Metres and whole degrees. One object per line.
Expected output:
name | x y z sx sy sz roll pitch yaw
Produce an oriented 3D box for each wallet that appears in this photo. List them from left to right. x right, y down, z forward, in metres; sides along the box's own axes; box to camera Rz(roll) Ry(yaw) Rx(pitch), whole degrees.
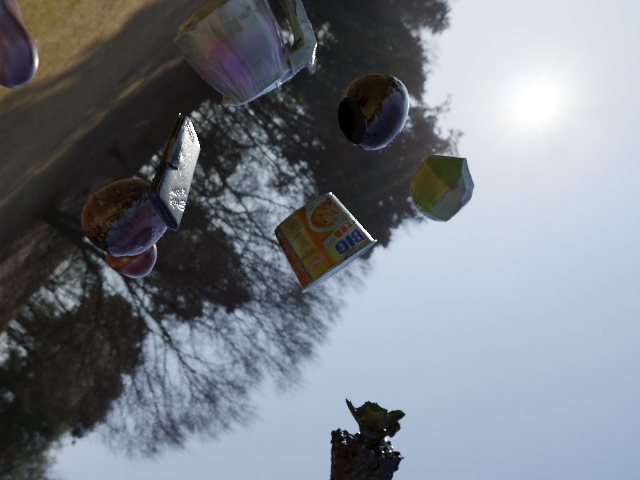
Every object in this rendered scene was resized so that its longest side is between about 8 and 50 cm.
wallet | -0.294 -0.144 1.356 0.031 0.122 0.232 1 -126 12

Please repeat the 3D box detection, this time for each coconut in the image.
coconut | 0.413 -0.188 2.194 0.236 0.204 0.236 -52 177 -4

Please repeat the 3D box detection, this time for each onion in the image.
onion | -0.526 -0.059 1.800 0.246 0.190 0.246 -33 160 -14

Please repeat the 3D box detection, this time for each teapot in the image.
teapot | -0.124 -0.336 1.132 0.163 0.178 0.221 -14 -153 45

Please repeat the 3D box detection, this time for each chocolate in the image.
chocolate | 0.128 -0.290 1.454 0.177 0.177 0.177 -40 -164 14

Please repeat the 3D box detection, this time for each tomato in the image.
tomato | -0.633 0.056 2.229 0.167 0.167 0.167 -40 -164 14

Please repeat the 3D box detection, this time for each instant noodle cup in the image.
instant noodle cup | 0.000 0.000 2.067 0.296 0.214 0.296 -35 174 -4

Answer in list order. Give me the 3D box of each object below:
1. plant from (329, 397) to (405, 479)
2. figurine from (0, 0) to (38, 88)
plant | 0.090 0.417 1.302 0.131 0.142 0.203 157 -60 -75
figurine | -0.567 -0.342 0.983 0.269 0.261 0.211 -25 -155 -20
